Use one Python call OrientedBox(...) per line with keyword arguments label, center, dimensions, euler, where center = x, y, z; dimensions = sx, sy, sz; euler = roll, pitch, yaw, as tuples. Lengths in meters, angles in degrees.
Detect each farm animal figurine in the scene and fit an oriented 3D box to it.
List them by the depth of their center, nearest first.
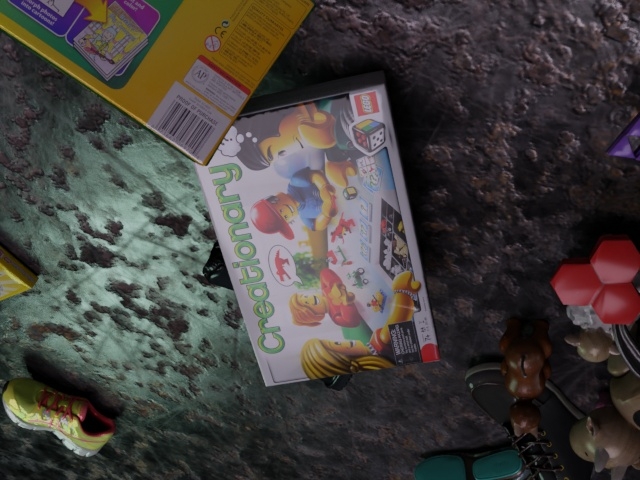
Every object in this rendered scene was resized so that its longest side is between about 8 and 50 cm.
OrientedBox(label="farm animal figurine", center=(0.365, 0.182, 0.830), dimensions=(0.330, 0.172, 0.327), euler=(22, 137, -3))

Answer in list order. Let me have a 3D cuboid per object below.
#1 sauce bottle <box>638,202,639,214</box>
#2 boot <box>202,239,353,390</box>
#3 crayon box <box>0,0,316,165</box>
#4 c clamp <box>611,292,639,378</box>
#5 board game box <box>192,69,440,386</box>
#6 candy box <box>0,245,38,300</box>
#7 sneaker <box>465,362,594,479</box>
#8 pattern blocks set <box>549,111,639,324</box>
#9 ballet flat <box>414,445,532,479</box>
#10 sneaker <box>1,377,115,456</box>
OrientedBox(label="sauce bottle", center=(0.327, -0.070, 0.682), dimensions=(0.042, 0.042, 0.128), euler=(16, 128, 3))
OrientedBox(label="boot", center=(-0.034, 0.060, 0.902), dimensions=(0.207, 0.094, 0.246), euler=(17, 131, -3))
OrientedBox(label="crayon box", center=(-0.165, -0.205, 0.622), dimensions=(0.278, 0.165, 0.081), euler=(35, 179, -16))
OrientedBox(label="c clamp", center=(0.328, 0.049, 0.695), dimensions=(0.160, 0.022, 0.137), euler=(-42, 94, 10))
OrientedBox(label="board game box", center=(0.000, 0.000, 0.775), dimensions=(0.193, 0.053, 0.305), euler=(-11, 116, 9))
OrientedBox(label="candy box", center=(-0.512, 0.054, 1.120), dimensions=(0.206, 0.027, 0.105), euler=(-19, 129, 34))
OrientedBox(label="sneaker", center=(0.271, 0.249, 0.973), dimensions=(0.222, 0.118, 0.083), euler=(34, 136, -16))
OrientedBox(label="pattern blocks set", center=(0.389, -0.007, 0.633), dimensions=(0.325, 0.026, 0.285), euler=(22, 109, 9))
OrientedBox(label="ballet flat", center=(0.230, 0.347, 1.135), dimensions=(0.188, 0.070, 0.070), euler=(-17, 127, 37))
OrientedBox(label="sneaker", center=(-0.437, 0.286, 1.305), dimensions=(0.094, 0.081, 0.208), euler=(-32, 124, 33))
